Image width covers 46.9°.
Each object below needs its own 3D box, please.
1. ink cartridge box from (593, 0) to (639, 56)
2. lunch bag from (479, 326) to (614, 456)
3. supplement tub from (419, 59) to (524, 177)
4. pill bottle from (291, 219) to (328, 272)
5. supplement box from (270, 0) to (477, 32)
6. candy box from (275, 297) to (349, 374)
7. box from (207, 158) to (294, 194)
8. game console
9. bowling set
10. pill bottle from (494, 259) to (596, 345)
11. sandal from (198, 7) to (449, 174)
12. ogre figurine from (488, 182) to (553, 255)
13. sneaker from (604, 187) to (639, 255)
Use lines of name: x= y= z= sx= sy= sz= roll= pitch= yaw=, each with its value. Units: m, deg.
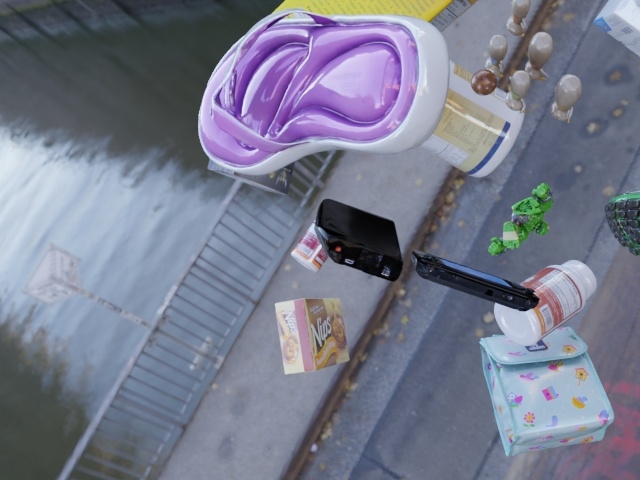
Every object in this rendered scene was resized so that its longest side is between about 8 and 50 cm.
ink cartridge box: x=0.830 y=-0.548 z=1.897 sx=0.086 sy=0.203 sz=0.148 roll=-55 pitch=4 yaw=6
lunch bag: x=0.483 y=0.312 z=1.616 sx=0.223 sy=0.160 sz=0.262 roll=-9 pitch=56 yaw=0
supplement tub: x=0.334 y=-0.327 z=1.893 sx=0.228 sy=0.316 sz=0.228 roll=-60 pitch=9 yaw=16
pill bottle: x=0.000 y=0.000 z=1.896 sx=0.152 sy=0.086 sz=0.086 roll=-54 pitch=36 yaw=-8
supplement box: x=0.079 y=-0.394 z=1.304 sx=0.356 sy=0.195 sz=0.194 roll=-38 pitch=-2 yaw=20
candy box: x=-0.016 y=0.250 z=1.977 sx=0.087 sy=0.316 sz=0.183 roll=-12 pitch=82 yaw=18
box: x=-0.110 y=-0.194 z=1.371 sx=0.056 sy=0.231 sz=0.183 roll=12 pitch=88 yaw=23
game console: x=0.163 y=0.028 z=1.155 sx=0.213 sy=0.361 sz=0.044 roll=-85 pitch=14 yaw=-72
bowling set: x=0.405 y=-0.362 z=1.574 sx=0.199 sy=0.154 sz=0.287 roll=-22 pitch=74 yaw=3
pill bottle: x=0.488 y=0.127 z=1.584 sx=0.216 sy=0.121 sz=0.121 roll=-27 pitch=27 yaw=-27
sandal: x=-0.042 y=-0.161 z=0.754 sx=0.416 sy=0.102 sz=0.169 roll=1 pitch=87 yaw=53
ogre figurine: x=0.476 y=-0.050 z=1.705 sx=0.096 sy=0.118 sz=0.197 roll=26 pitch=111 yaw=32
sneaker: x=0.619 y=-0.048 z=1.146 sx=0.343 sy=0.134 sz=0.146 roll=-2 pitch=35 yaw=41
